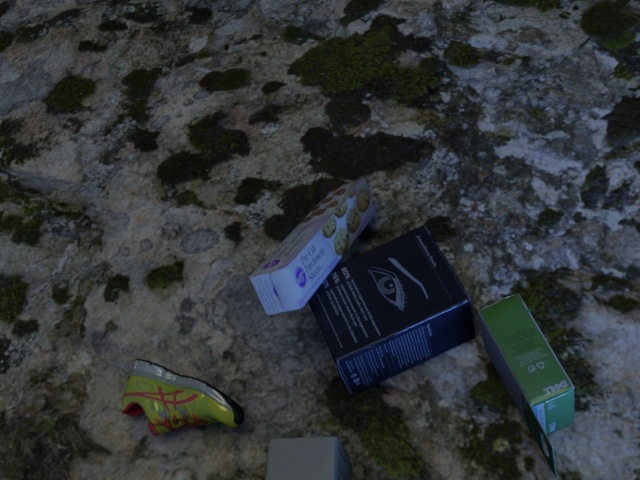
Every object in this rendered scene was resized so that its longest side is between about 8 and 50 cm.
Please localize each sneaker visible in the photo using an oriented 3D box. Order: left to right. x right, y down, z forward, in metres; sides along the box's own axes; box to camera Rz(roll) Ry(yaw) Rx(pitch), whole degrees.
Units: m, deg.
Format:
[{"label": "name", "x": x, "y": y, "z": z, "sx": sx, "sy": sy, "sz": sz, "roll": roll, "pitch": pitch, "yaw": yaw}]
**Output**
[{"label": "sneaker", "x": -0.203, "y": 0.245, "z": 1.196, "sx": 0.208, "sy": 0.081, "sz": 0.094, "roll": 11, "pitch": 65, "yaw": 31}]

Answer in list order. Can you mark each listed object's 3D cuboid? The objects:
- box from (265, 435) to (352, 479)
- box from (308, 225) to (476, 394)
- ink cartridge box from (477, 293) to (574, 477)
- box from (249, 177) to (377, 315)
[{"label": "box", "x": -0.018, "y": 0.389, "z": 1.009, "sx": 0.094, "sy": 0.113, "sz": 0.275, "roll": -5, "pitch": 55, "yaw": 12}, {"label": "box", "x": 0.099, "y": 0.099, "z": 1.189, "sx": 0.207, "sy": 0.108, "sz": 0.153, "roll": -23, "pitch": 51, "yaw": -2}, {"label": "ink cartridge box", "x": 0.280, "y": 0.186, "z": 1.072, "sx": 0.062, "sy": 0.109, "sz": 0.209, "roll": -23, "pitch": 52, "yaw": 0}, {"label": "box", "x": 0.000, "y": 0.000, "z": 1.219, "sx": 0.063, "sy": 0.067, "sz": 0.324, "roll": -15, "pitch": 18, "yaw": 29}]
